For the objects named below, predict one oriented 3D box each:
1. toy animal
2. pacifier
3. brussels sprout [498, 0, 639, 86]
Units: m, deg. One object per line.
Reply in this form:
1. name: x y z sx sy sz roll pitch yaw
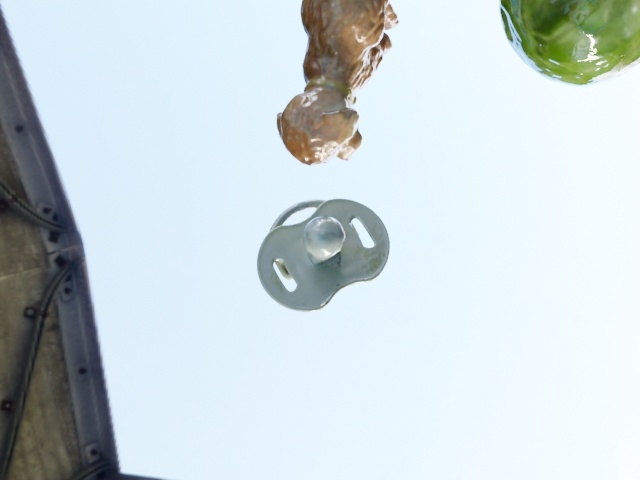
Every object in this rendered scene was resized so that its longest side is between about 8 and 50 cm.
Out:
1. toy animal: 0.004 -0.178 0.710 0.185 0.104 0.184 -65 -17 -13
2. pacifier: 0.000 0.000 0.414 0.068 0.083 0.064 60 169 16
3. brussels sprout: 0.327 -0.316 0.877 0.244 0.244 0.244 13 -107 -51
